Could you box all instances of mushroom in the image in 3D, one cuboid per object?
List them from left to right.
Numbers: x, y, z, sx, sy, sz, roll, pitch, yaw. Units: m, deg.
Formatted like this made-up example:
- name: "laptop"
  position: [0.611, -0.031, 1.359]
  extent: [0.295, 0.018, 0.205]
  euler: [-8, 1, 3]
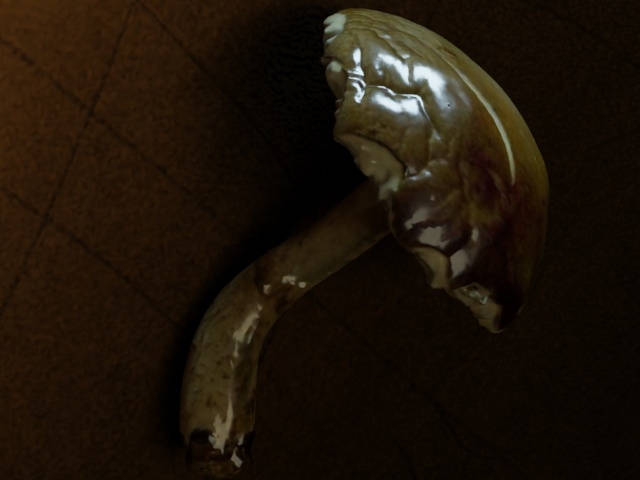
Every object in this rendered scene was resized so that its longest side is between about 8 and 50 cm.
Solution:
- name: "mushroom"
  position: [0.010, -0.013, 1.094]
  extent: [0.301, 0.208, 0.233]
  euler: [-27, 78, -14]
